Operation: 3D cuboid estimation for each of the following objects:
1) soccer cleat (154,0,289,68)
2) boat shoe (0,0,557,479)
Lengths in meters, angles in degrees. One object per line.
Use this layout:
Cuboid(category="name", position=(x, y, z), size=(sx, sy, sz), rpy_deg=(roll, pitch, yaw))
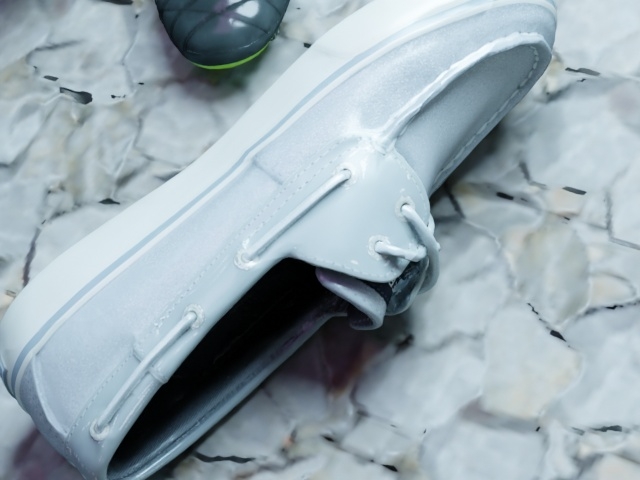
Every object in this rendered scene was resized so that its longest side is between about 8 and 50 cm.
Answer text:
Cuboid(category="soccer cleat", position=(-0.044, -0.147, 0.753), size=(0.060, 0.072, 0.179), rpy_deg=(-11, 55, 15))
Cuboid(category="boat shoe", position=(-0.001, 0.000, 0.645), size=(0.227, 0.079, 0.081), rpy_deg=(-38, 62, 1))
